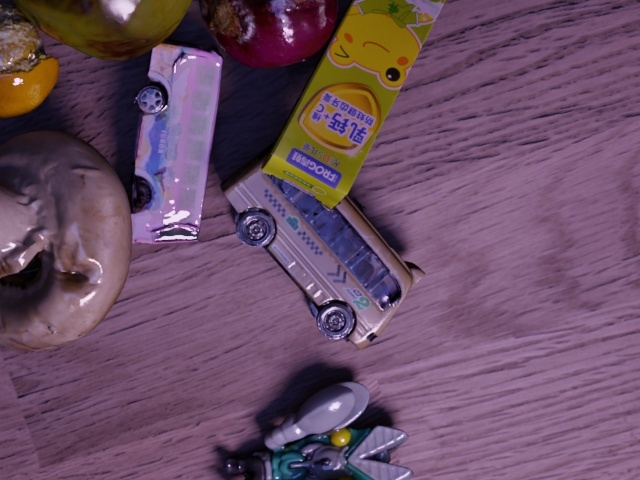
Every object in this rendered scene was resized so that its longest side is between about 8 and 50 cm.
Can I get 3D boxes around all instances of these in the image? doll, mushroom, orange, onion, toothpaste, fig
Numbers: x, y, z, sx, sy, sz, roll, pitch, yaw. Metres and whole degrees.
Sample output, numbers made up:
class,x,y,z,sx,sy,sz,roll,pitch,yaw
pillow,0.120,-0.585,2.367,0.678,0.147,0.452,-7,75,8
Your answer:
class,x,y,z,sx,sy,sz,roll,pitch,yaw
doll,0.001,0.326,1.776,0.258,0.153,0.195,-35,74,1
mushroom,-0.394,0.002,1.605,0.293,0.290,0.292,-1,89,27
orange,-0.407,-0.236,1.641,0.134,0.157,0.156,-17,106,-38
onion,-0.044,-0.306,1.644,0.218,0.195,0.139,-24,116,-39
toothpaste,0.047,-0.207,1.635,0.110,0.077,0.327,29,73,-7
fig,-0.260,-0.363,1.580,0.239,0.239,0.271,32,74,-9

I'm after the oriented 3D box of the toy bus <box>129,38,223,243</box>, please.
class,x,y,z,sx,sy,sz,roll,pitch,yaw
toy bus,-0.201,-0.129,1.701,0.112,0.090,0.274,7,103,-10

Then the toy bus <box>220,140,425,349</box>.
class,x,y,z,sx,sy,sz,roll,pitch,yaw
toy bus,0.000,0.000,1.716,0.157,0.139,0.289,-41,98,1
